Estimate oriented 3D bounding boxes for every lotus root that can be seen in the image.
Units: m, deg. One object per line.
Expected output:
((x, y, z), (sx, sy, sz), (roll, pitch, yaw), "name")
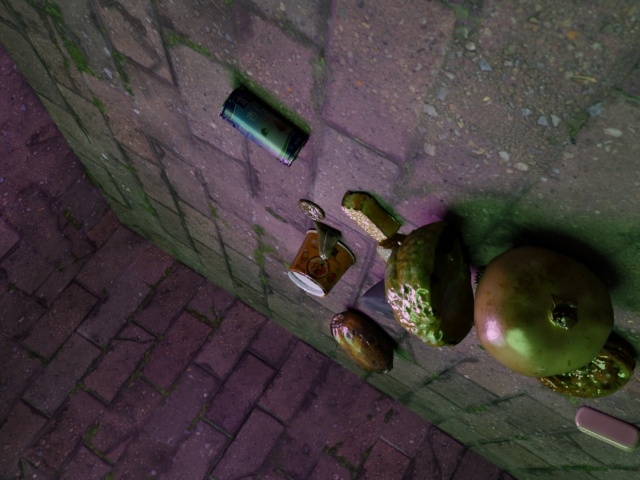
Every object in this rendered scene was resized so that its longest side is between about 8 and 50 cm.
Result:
((0.197, 0.471, 2.550), (0.397, 0.179, 0.196), (46, 159, -25), "lotus root")

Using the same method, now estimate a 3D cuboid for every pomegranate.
((0.493, 0.159, 1.263), (0.319, 0.319, 0.319), (30, 159, 13), "pomegranate")

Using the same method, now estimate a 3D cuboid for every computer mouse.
((0.273, 0.199, 1.903), (0.188, 0.122, 0.371), (26, 168, -18), "computer mouse")

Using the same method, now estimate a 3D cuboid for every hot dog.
((0.685, 0.319, 1.498), (0.272, 0.122, 0.196), (20, 119, 24), "hot dog")

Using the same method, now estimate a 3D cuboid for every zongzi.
((0.000, 0.000, 1.932), (0.113, 0.104, 0.052), (31, -172, 17), "zongzi")

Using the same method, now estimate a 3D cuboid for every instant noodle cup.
((-0.006, 0.091, 2.035), (0.216, 0.172, 0.216), (30, 160, 12), "instant noodle cup")

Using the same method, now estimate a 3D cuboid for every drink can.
((-0.153, -0.302, 1.507), (0.235, 0.097, 0.097), (38, 159, -5), "drink can")

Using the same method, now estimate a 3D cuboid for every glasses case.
((0.958, 0.629, 1.873), (0.196, 0.083, 0.050), (20, 155, 37), "glasses case")

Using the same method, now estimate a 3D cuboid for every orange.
((0.279, 0.126, 1.477), (0.210, 0.271, 0.369), (1, 137, 27), "orange")

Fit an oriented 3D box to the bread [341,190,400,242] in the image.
((0.143, -0.068, 1.621), (0.187, 0.065, 0.103), (44, 163, -19), "bread")

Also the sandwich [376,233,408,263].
((0.280, 0.071, 1.705), (0.186, 0.065, 0.215), (16, 152, 41), "sandwich")

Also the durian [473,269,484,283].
((0.501, 0.166, 1.543), (0.220, 0.095, 0.137), (43, 158, -3), "durian")

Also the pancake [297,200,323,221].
((-0.032, -0.099, 1.876), (0.108, 0.017, 0.108), (31, 157, 15), "pancake")
